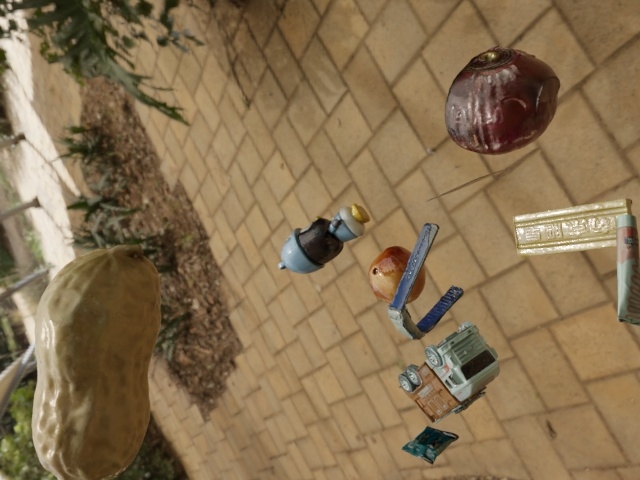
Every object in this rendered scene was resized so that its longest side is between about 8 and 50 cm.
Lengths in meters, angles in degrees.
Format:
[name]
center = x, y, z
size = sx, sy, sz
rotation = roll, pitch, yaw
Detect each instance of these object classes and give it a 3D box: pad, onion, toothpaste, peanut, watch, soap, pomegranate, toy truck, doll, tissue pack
[pad]
center = 0.387, -0.147, 1.675
size = 0.158, 0.235, 0.003
rotation = -24, 88, 35
[onion]
center = 0.396, -0.286, 1.375
size = 0.206, 0.207, 0.216
rotation = 15, 135, 42
[toothpaste]
center = 0.557, 0.053, 1.145
size = 0.036, 0.056, 0.205
rotation = 125, 155, -66
[peanut]
center = -0.279, 0.142, 0.770
size = 0.143, 0.159, 0.291
rotation = -2, 75, 23
[watch]
center = 0.303, 0.134, 1.886
size = 0.068, 0.274, 0.276
rotation = 14, 139, 52
[soap]
center = 0.514, -0.022, 1.304
size = 0.252, 0.037, 0.092
rotation = -10, 85, 48
[pomegranate]
center = 0.264, 0.119, 2.196
size = 0.209, 0.209, 0.209
rotation = 36, 137, 42
[toy truck]
center = 0.313, 0.330, 1.527
size = 0.162, 0.136, 0.305
rotation = 54, 154, 18
[doll]
center = 0.000, 0.000, 1.883
size = 0.314, 0.177, 0.141
rotation = -35, 72, 15
[tissue pack]
center = 0.261, 0.476, 1.496
size = 0.085, 0.138, 0.027
rotation = 15, 107, 34
